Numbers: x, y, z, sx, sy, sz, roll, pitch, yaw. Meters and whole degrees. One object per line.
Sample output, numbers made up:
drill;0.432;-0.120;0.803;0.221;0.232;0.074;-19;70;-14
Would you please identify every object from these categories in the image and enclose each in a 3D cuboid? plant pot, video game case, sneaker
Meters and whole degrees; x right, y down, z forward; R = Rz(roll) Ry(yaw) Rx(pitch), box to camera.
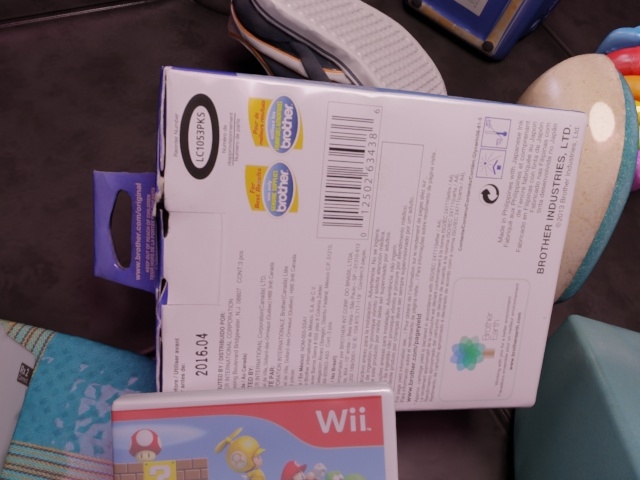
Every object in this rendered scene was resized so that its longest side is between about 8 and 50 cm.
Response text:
plant pot;0.276;-0.442;0.759;0.236;0.236;0.212;37;67;7
video game case;-0.042;0.252;0.356;0.203;0.025;0.286;-3;88;-1
sneaker;0.026;-0.245;0.670;0.321;0.127;0.126;28;64;-26
plant pot;0.278;0.195;0.448;0.165;0.166;0.234;15;36;-6

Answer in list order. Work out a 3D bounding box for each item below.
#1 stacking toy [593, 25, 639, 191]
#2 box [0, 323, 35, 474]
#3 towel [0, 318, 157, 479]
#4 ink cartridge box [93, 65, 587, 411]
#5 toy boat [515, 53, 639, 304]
stacking toy;0.408;-0.127;0.686;0.175;0.166;0.302;30;75;15
box;-0.296;0.132;0.315;0.118;0.181;0.182;6;62;-7
towel;-0.326;0.190;0.406;0.369;0.040;0.272;16;61;-3
ink cartridge box;0.000;0.000;0.441;0.394;0.151;0.270;2;102;-13
toy boat;0.268;-0.089;0.588;0.147;0.268;0.318;7;30;-2
